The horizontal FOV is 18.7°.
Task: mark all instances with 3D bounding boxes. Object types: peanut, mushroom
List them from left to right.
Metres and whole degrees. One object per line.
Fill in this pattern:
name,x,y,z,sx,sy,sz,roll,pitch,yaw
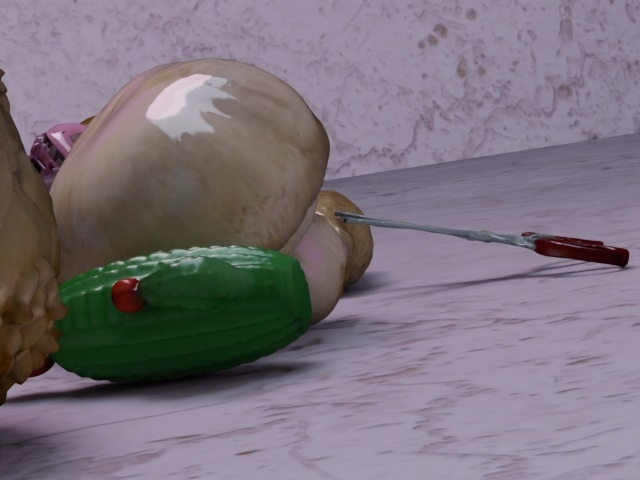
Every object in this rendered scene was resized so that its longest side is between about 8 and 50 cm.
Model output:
mushroom,-0.084,-0.016,1.509,0.254,0.234,0.260,-37,20,29
peanut,0.000,0.000,1.812,0.098,0.090,0.214,-3,3,-3

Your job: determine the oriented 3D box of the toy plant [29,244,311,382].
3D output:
toy plant,-0.120,0.059,1.348,0.240,0.088,0.154,-20,-21,34

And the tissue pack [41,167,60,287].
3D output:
tissue pack,-0.271,0.026,1.573,0.246,0.148,0.092,-12,8,-44

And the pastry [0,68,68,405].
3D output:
pastry,-0.332,0.020,1.127,0.409,0.245,0.409,-10,6,1

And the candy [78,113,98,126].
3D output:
candy,-0.171,-0.039,1.866,0.260,0.118,0.260,-8,38,6

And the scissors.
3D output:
scissors,0.138,-0.004,1.699,0.248,0.017,0.144,7,3,-5

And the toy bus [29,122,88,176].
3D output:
toy bus,-0.184,-0.015,1.695,0.063,0.090,0.203,-14,52,-46
